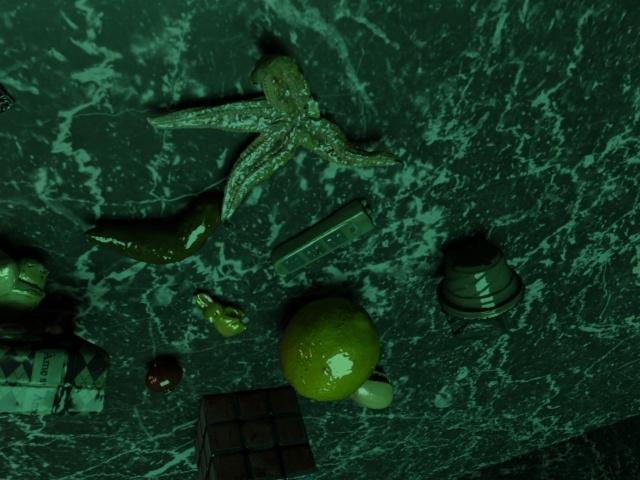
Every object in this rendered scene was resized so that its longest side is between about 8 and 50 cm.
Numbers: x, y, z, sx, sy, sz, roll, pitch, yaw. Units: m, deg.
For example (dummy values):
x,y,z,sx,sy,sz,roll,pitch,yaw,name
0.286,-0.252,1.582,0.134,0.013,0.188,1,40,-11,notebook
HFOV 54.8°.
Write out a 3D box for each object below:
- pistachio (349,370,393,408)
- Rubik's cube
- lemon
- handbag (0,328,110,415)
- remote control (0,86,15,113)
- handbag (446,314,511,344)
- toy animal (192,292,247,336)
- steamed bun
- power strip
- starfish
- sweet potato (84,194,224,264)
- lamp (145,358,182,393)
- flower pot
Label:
x,y,z,sx,sy,sz,roll,pitch,yaw,name
0.150,0.478,1.977,0.200,0.117,0.145,24,127,-37,pistachio
-0.214,0.668,1.897,0.305,0.304,0.301,1,135,-20,Rubik's cube
0.027,0.277,1.613,0.257,0.258,0.310,9,134,-29,lemon
-0.681,0.247,1.278,0.416,0.316,0.180,12,91,-32,handbag
-0.545,-0.250,1.010,0.039,0.014,0.096,-24,140,3,remote control
0.474,0.234,1.882,0.175,0.089,0.270,-21,139,12,handbag
-0.263,0.184,1.545,0.083,0.070,0.159,-33,132,16,toy animal
-0.651,0.076,1.248,0.177,0.106,0.192,18,134,-40,steamed bun
-0.001,-0.002,1.465,0.285,0.048,0.080,-29,137,11,power strip
-0.077,-0.194,1.168,0.383,0.132,0.398,-28,146,5,starfish
-0.319,-0.010,1.293,0.309,0.098,0.124,-14,117,-5,sweet potato
-0.419,0.364,1.654,0.101,0.090,0.101,-20,179,0,lamp
0.413,0.091,1.627,0.235,0.235,0.141,-19,115,-2,flower pot
